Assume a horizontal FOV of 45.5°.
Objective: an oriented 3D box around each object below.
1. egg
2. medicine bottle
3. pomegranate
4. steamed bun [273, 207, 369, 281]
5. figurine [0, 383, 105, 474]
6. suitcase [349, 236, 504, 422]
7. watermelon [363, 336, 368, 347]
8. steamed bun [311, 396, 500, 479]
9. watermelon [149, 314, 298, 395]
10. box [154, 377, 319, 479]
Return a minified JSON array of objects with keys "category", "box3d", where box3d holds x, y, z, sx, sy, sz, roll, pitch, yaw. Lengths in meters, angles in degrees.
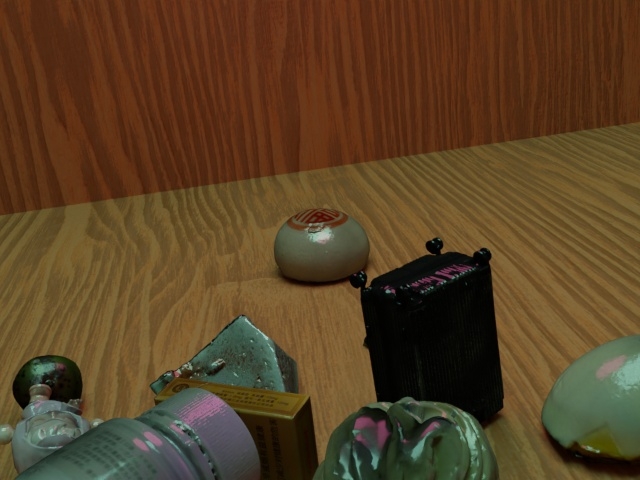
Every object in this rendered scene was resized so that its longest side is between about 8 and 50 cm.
[{"category":"egg","box3d":[0.531,0.262,1.352,0.286,0.174,0.264,-11,17,-2]},{"category":"medicine bottle","box3d":[-0.272,0.386,1.147,0.256,0.256,0.325,9,25,36]},{"category":"pomegranate","box3d":[-0.588,0.307,1.637,0.148,0.148,0.169,-22,18,-35]},{"category":"steamed bun","box3d":[0.000,0.000,2.209,0.283,0.177,0.283,-5,20,2]},{"category":"figurine","box3d":[-0.509,0.373,1.440,0.200,0.133,0.276,3,12,-23]},{"category":"suitcase","box3d":[0.206,0.192,1.406,0.229,0.335,0.152,-21,20,-33]},{"category":"watermelon","box3d":[0.186,0.223,1.753,0.163,0.087,0.069,-14,59,-14]},{"category":"steamed bun","box3d":[0.124,0.350,1.141,0.275,0.206,0.320,10,41,33]},{"category":"watermelon","box3d":[-0.154,0.263,1.503,0.320,0.214,0.289,-6,19,-33]},{"category":"box","box3d":[-0.145,0.344,1.335,0.274,0.174,0.076,3,21,23]}]
